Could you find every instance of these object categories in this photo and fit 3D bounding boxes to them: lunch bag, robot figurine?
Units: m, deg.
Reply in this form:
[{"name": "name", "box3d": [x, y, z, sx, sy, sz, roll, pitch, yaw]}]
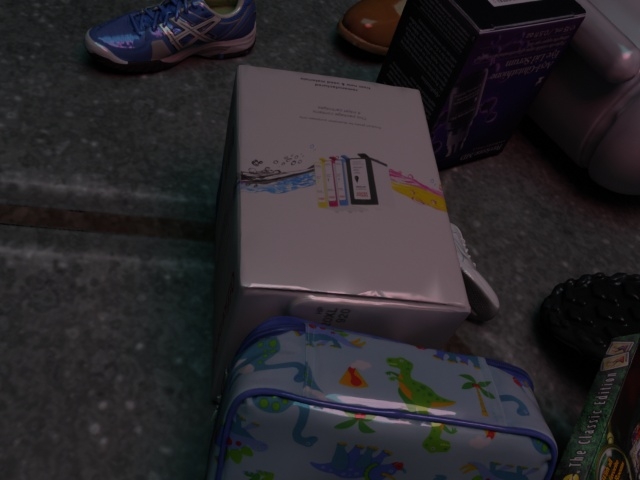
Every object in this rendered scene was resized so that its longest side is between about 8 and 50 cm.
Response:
[{"name": "lunch bag", "box3d": [0.031, 0.153, 0.476, 0.218, 0.176, 0.090, 10, 28, -6]}, {"name": "robot figurine", "box3d": [0.351, -0.196, 0.831, 0.299, 0.200, 0.354, 10, 38, -55]}]

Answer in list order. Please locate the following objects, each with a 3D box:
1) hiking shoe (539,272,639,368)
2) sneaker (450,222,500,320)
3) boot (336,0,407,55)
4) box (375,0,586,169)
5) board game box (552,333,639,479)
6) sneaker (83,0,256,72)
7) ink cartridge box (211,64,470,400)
[{"name": "hiking shoe", "box3d": [0.349, 0.128, 0.633, 0.303, 0.132, 0.113, 17, 50, 29]}, {"name": "sneaker", "box3d": [0.128, 0.014, 0.693, 0.061, 0.054, 0.152, -26, 63, -35]}, {"name": "boot", "box3d": [0.156, -0.362, 0.891, 0.283, 0.220, 0.109, -20, 61, -29]}, {"name": "box", "box3d": [0.158, -0.186, 0.761, 0.153, 0.207, 0.108, -18, 60, -27]}, {"name": "board game box", "box3d": [0.209, 0.197, 0.481, 0.259, 0.030, 0.136, -43, 109, -42]}, {"name": "sneaker", "box3d": [-0.169, -0.253, 0.799, 0.211, 0.081, 0.080, -22, 63, -28]}, {"name": "ink cartridge box", "box3d": [0.000, 0.000, 0.588, 0.168, 0.171, 0.233, 5, 52, -13]}]
